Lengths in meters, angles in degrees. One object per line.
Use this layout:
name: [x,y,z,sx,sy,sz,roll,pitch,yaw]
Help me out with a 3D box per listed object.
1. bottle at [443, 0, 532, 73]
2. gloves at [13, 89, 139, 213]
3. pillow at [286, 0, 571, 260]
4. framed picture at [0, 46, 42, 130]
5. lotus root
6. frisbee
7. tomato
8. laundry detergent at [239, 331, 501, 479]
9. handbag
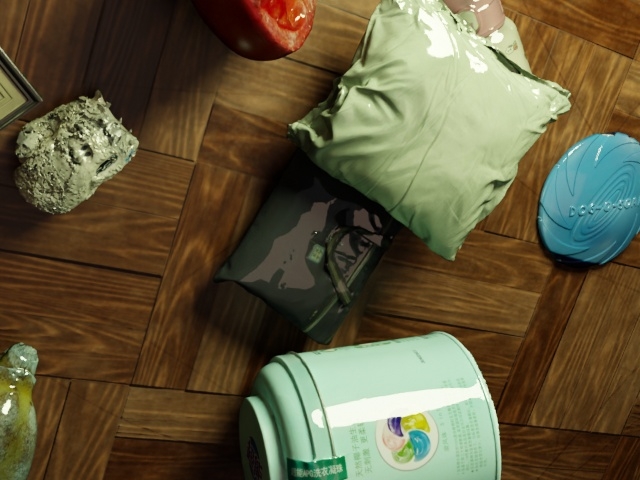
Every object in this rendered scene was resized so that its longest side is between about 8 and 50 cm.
bottle: [0.234,-0.256,1.211,0.110,0.110,0.233,-34,120,-10]
gloves: [-0.303,-0.105,1.035,0.153,0.070,0.114,-40,121,-5]
pillow: [0.144,-0.162,1.132,0.310,0.138,0.283,35,101,-18]
framed picture: [-0.455,-0.180,0.970,0.199,0.010,0.195,-38,120,-8]
lotus root: [-0.444,0.283,1.075,0.158,0.140,0.322,31,91,-31]
frisbee: [0.473,-0.062,1.437,0.242,0.045,0.242,-8,112,-21]
tomato: [-0.097,-0.319,1.001,0.200,0.140,0.233,55,39,-46]
laundry detergent: [0.052,0.288,1.217,0.305,0.287,0.287,-6,111,-18]
handbag: [0.000,0.000,1.208,0.211,0.089,0.254,33,87,-23]
